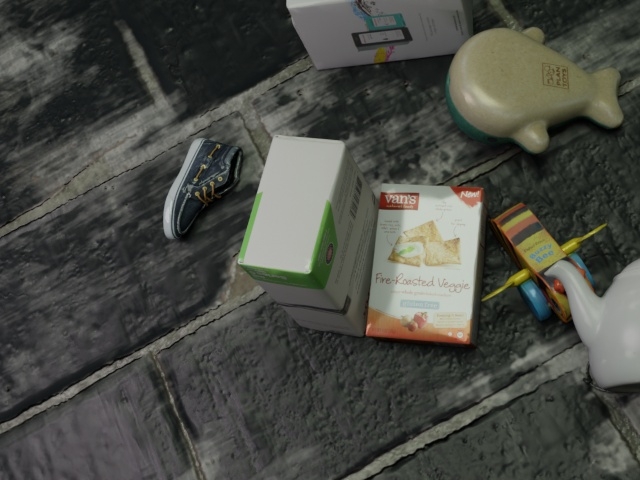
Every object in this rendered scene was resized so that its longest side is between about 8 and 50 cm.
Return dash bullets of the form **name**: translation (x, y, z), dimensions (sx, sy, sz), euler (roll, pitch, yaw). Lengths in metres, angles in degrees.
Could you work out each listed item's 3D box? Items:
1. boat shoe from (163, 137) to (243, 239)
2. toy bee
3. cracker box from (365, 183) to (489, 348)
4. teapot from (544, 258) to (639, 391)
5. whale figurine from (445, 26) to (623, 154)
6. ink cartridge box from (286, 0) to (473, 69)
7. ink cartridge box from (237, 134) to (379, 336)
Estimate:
- **boat shoe**: translation (-0.190, -0.082, 1.832), dimensions (0.083, 0.065, 0.183), euler (11, 70, 21)
- **toy bee**: translation (0.340, 0.046, 1.578), dimensions (0.298, 0.162, 0.195), euler (35, 78, 25)
- **cracker box**: translation (0.159, 0.036, 1.663), dimensions (0.155, 0.067, 0.232), euler (3, 78, 17)
- **teapot**: translation (0.461, 0.092, 1.437), dimensions (0.252, 0.256, 0.187), euler (-13, 73, 43)
- **whale figurine**: translation (0.323, -0.220, 1.732), dimensions (0.272, 0.141, 0.216), euler (5, 67, -9)
- **ink cartridge box**: translation (0.099, -0.420, 1.823), dimensions (0.270, 0.197, 0.198), euler (-4, 67, 14)
- **ink cartridge box**: translation (0.000, 0.000, 1.630), dimensions (0.114, 0.273, 0.198), euler (7, 69, 21)
